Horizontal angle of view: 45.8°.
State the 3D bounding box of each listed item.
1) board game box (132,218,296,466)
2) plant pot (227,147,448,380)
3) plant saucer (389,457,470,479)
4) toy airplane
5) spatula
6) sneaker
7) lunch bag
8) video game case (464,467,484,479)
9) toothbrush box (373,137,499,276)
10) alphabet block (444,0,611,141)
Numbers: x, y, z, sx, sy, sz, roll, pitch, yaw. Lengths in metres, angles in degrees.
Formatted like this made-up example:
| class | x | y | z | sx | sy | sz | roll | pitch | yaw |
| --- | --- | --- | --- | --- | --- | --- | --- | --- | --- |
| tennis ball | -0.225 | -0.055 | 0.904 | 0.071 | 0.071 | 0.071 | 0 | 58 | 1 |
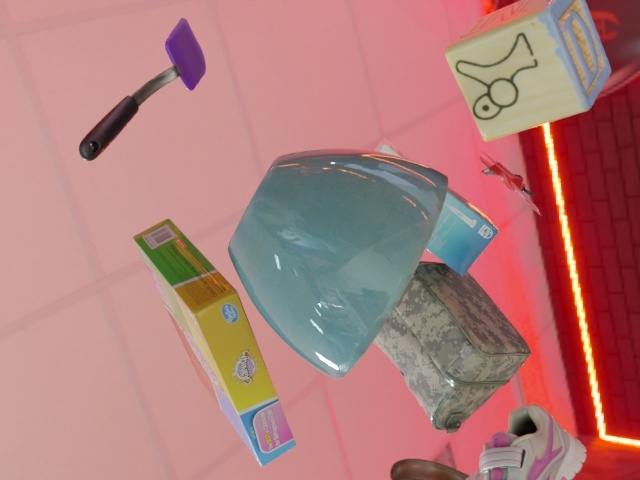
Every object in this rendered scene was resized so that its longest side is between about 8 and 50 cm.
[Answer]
| class | x | y | z | sx | sy | sz | roll | pitch | yaw |
| --- | --- | --- | --- | --- | --- | --- | --- | --- | --- |
| board game box | -0.156 | 0.151 | 1.129 | 0.064 | 0.242 | 0.316 | -29 | -53 | -18 |
| plant pot | 0.000 | 0.000 | 0.946 | 0.195 | 0.290 | 0.290 | 28 | -117 | -3 |
| plant saucer | 0.290 | 0.585 | 1.667 | 0.310 | 0.310 | 0.050 | 11 | -77 | -47 |
| toy airplane | 0.296 | -0.102 | 1.208 | 0.151 | 0.151 | 0.028 | 21 | -66 | -45 |
| spatula | -0.233 | -0.198 | 1.020 | 0.296 | 0.030 | 0.084 | -58 | -46 | -39 |
| sneaker | 0.238 | 0.303 | 0.948 | 0.111 | 0.103 | 0.252 | 52 | -136 | -7 |
| lunch bag | 0.256 | 0.225 | 1.635 | 0.212 | 0.305 | 0.256 | 8 | -55 | -41 |
| video game case | 0.217 | 0.488 | 1.288 | 0.023 | 0.183 | 0.201 | 42 | -153 | 1 |
| toothbrush box | 0.215 | -0.079 | 1.614 | 0.295 | 0.216 | 0.126 | 37 | -78 | -4 |
| alphabet block | 0.367 | -0.314 | 1.332 | 0.193 | 0.197 | 0.192 | -45 | -66 | -46 |
